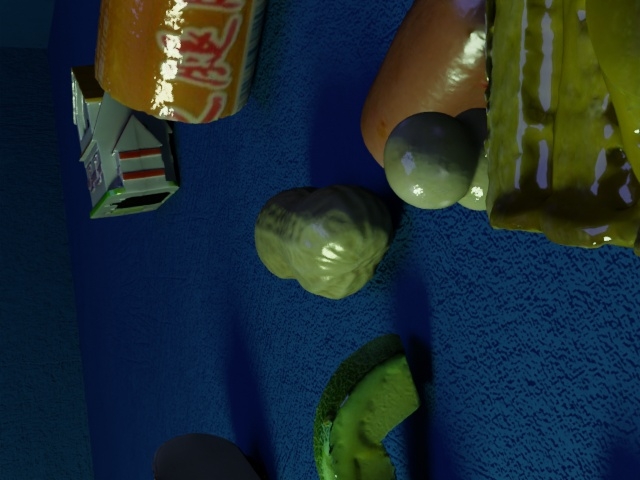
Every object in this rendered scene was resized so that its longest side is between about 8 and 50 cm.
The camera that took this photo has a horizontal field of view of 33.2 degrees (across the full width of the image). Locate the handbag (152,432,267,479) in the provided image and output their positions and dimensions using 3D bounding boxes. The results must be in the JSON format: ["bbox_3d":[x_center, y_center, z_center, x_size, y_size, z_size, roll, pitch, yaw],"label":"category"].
[{"bbox_3d":[-0.159,0.384,1.534,0.205,0.179,0.116,47,127,40],"label":"handbag"}]

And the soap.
[{"bbox_3d":[0.205,-0.159,0.565,0.304,0.169,0.339,-165,72,-68],"label":"soap"}]

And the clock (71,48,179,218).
[{"bbox_3d":[-0.379,-0.220,2.059,0.235,0.166,0.310,155,104,-67],"label":"clock"}]

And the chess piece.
[{"bbox_3d":[0.125,-0.059,0.773,0.094,0.170,0.094,177,90,-70],"label":"chess piece"}]

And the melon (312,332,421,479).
[{"bbox_3d":[0.054,0.209,1.072,0.064,0.118,0.209,-161,57,-82],"label":"melon"}]

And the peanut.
[{"bbox_3d":[0.000,0.000,1.194,0.274,0.111,0.125,-175,68,-72],"label":"peanut"}]

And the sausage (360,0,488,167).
[{"bbox_3d":[0.115,-0.155,0.878,0.259,0.113,0.114,121,141,-56],"label":"sausage"}]

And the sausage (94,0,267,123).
[{"bbox_3d":[-0.184,-0.332,1.463,0.233,0.233,0.287,-116,32,-46],"label":"sausage"}]
